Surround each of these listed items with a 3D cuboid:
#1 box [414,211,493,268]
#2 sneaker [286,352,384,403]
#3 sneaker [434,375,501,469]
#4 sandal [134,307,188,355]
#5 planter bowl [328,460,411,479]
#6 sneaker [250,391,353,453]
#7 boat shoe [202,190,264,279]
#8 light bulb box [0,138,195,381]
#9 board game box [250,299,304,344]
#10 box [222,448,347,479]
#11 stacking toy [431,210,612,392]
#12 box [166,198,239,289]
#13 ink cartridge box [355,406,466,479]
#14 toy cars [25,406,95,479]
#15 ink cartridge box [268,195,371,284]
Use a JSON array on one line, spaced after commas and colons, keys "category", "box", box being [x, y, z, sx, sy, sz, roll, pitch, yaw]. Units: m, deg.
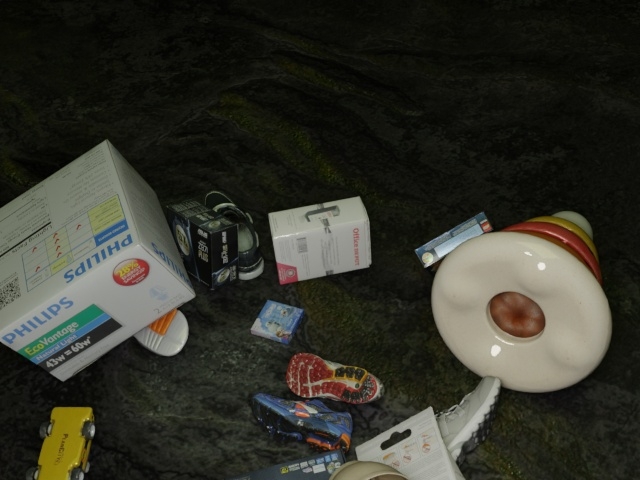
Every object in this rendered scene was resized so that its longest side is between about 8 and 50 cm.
[{"category": "box", "box": [0.292, 0.014, 1.789, 0.159, 0.233, 0.044, -31, 77, 7]}, {"category": "sneaker", "box": [0.026, 0.288, 1.684, 0.225, 0.093, 0.088, 11, 80, 34]}, {"category": "sneaker", "box": [0.245, 0.349, 1.577, 0.115, 0.105, 0.281, 28, 55, 28]}, {"category": "sandal", "box": [-0.365, 0.185, 1.819, 0.265, 0.076, 0.102, 21, 68, 40]}, {"category": "planter bowl", "box": [0.074, 0.441, 1.410, 0.162, 0.162, 0.109, -24, 23, -17]}, {"category": "sneaker", "box": [-0.036, 0.349, 1.637, 0.221, 0.083, 0.087, 19, 37, 16]}, {"category": "boat shoe", "box": [-0.214, -0.038, 2.009, 0.114, 0.091, 0.302, -24, 48, -17]}, {"category": "light bulb box", "box": [-0.510, 0.040, 1.801, 0.358, 0.225, 0.361, -32, 48, 4]}, {"category": "board game box", "box": [-0.094, 0.179, 1.836, 0.090, 0.020, 0.090, 13, 49, 19]}, {"category": "box", "box": [-0.046, 0.491, 1.501, 0.233, 0.059, 0.183, -13, 47, -7]}, {"category": "stacking toy", "box": [0.469, 0.054, 1.748, 0.351, 0.350, 0.480, 18, 35, 22]}, {"category": "box", "box": [-0.269, 0.007, 1.904, 0.078, 0.147, 0.180, -20, 35, -37]}, {"category": "ink cartridge box", "box": [0.165, 0.436, 1.482, 0.181, 0.056, 0.224, -33, 41, 19]}, {"category": "toy cars", "box": [-0.421, 0.478, 1.540, 0.176, 0.087, 0.394, -34, 55, -18]}, {"category": "ink cartridge box", "box": [0.000, 0.000, 1.903, 0.218, 0.158, 0.092, -10, 45, -4]}]
